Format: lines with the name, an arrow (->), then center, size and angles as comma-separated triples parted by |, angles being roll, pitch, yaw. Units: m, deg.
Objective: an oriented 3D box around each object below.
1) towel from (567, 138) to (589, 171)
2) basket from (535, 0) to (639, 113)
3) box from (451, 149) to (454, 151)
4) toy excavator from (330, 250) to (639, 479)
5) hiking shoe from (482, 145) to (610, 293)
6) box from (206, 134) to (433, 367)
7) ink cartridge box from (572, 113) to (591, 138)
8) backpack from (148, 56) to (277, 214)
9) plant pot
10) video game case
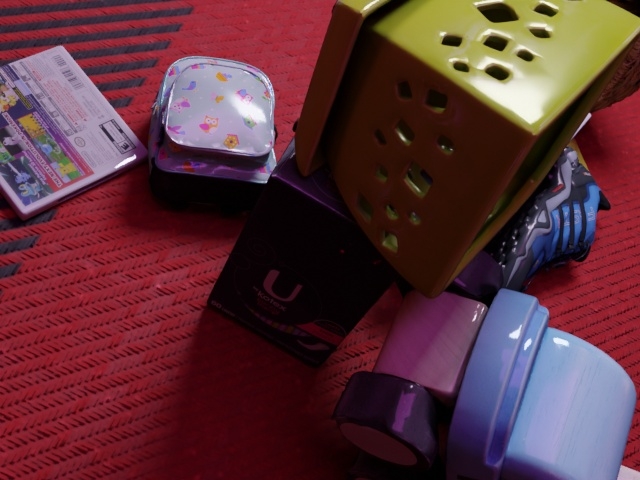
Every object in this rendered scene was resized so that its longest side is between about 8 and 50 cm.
towel -> 0.321, -0.112, 1.265 | 0.237, 0.021, 0.102 | -5, 68, -25
basket -> 0.396, -0.327, 1.252 | 0.222, 0.299, 0.214 | -6, 64, -27
box -> 0.081, -0.121, 1.058 | 0.167, 0.203, 0.168 | 43, 54, 8
toy excavator -> 0.270, 0.243, 0.869 | 0.444, 0.433, 0.222 | 18, 60, 21
hiking shoe -> 0.328, -0.004, 1.144 | 0.132, 0.113, 0.304 | 42, 60, -6
box -> 0.000, 0.000, 0.909 | 0.165, 0.270, 0.143 | 29, 51, -2
ink cartridge box -> 0.224, -0.063, 1.092 | 0.065, 0.165, 0.332 | 46, 62, 1
backpack -> -0.135, -0.147, 1.029 | 0.165, 0.144, 0.189 | 4, 56, -13
plant pot -> 0.114, -0.125, 0.734 | 0.207, 0.227, 0.228 | 38, 52, 13
video game case -> -0.348, -0.141, 1.012 | 0.183, 0.023, 0.201 | -33, 77, -34
